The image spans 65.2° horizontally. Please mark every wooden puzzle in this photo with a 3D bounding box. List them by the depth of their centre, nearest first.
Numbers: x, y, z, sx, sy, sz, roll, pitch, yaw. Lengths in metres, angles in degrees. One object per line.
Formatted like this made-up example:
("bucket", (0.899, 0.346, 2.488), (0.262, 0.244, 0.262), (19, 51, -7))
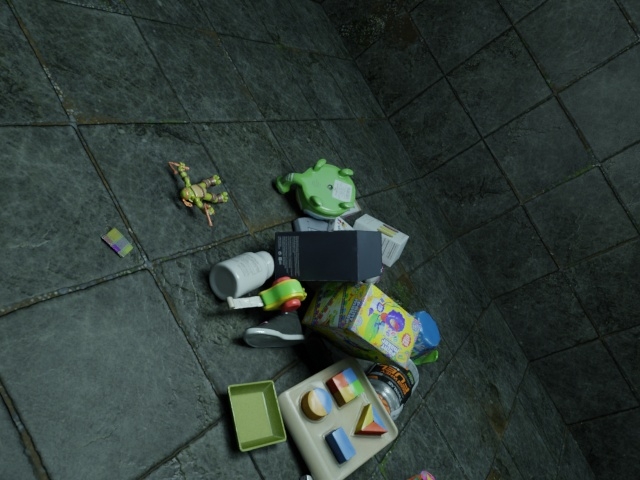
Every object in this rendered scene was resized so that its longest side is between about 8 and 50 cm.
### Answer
("wooden puzzle", (0.069, 0.581, 1.651), (0.347, 0.080, 0.322), (-20, 71, -37))

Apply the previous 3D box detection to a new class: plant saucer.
("plant saucer", (-0.202, 0.529, 1.512), (0.188, 0.045, 0.189), (11, 54, -49))

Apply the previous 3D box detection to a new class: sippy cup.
("sippy cup", (0.399, 0.428, 2.231), (0.305, 0.224, 0.240), (14, 52, -47))

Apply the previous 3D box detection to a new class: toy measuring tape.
("toy measuring tape", (-0.154, 0.178, 1.645), (0.330, 0.121, 0.122), (5, 59, -50))

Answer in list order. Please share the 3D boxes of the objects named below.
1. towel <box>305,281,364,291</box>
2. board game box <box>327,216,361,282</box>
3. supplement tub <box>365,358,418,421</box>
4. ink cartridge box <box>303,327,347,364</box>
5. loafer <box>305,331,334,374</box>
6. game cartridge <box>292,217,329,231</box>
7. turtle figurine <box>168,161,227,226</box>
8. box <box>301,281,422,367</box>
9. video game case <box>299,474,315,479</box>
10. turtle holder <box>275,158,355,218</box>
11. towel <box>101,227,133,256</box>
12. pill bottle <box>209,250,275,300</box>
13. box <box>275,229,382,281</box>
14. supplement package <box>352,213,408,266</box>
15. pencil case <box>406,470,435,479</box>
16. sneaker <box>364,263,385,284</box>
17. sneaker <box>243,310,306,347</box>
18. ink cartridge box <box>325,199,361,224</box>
("towel", (0.142, 0.234, 1.974), (0.317, 0.331, 0.054), (37, 68, -31))
("board game box", (0.107, 0.048, 2.220), (0.193, 0.053, 0.305), (39, 37, -26))
("supplement tub", (0.245, 0.579, 1.930), (0.194, 0.193, 0.316), (59, 32, 1))
("ink cartridge box", (0.025, 0.375, 1.915), (0.175, 0.072, 0.128), (42, 37, -24))
("loafer", (0.008, 0.419, 1.810), (0.078, 0.080, 0.220), (-84, 159, -62))
("game cartridge", (0.000, 0.000, 2.214), (0.294, 0.060, 0.196), (16, 55, -47))
("turtle figurine", (-0.419, -0.158, 1.754), (0.270, 0.087, 0.217), (53, 24, 8))
("box", (0.145, 0.295, 1.771), (0.290, 0.279, 0.177), (39, 65, -29))
("video game case", (0.027, 0.861, 1.543), (0.232, 0.041, 0.210), (33, 39, -33))
("turtle holder", (-0.017, -0.198, 2.191), (0.320, 0.227, 0.244), (-14, 79, -27))
("towel", (-0.592, 0.005, 1.460), (0.083, 0.009, 0.060), (49, 33, -15))
("pill bottle", (-0.258, 0.111, 1.704), (0.229, 0.131, 0.131), (-24, 83, -57))
("box", (0.042, 0.052, 1.861), (0.343, 0.312, 0.179), (-2, 92, -70))
("supplement package", (0.276, -0.003, 2.408), (0.244, 0.134, 0.139), (29, 28, 16))
("pencil case", (0.293, 0.879, 1.704), (0.104, 0.236, 0.104), (43, 20, -20))
("sneaker", (0.246, 0.147, 2.389), (0.102, 0.111, 0.252), (23, 11, 12))
("sneaker", (-0.170, 0.281, 1.715), (0.295, 0.104, 0.147), (18, 48, -53))
("ink cartridge box", (0.076, -0.195, 2.444), (0.234, 0.088, 0.193), (-20, 79, -58))
